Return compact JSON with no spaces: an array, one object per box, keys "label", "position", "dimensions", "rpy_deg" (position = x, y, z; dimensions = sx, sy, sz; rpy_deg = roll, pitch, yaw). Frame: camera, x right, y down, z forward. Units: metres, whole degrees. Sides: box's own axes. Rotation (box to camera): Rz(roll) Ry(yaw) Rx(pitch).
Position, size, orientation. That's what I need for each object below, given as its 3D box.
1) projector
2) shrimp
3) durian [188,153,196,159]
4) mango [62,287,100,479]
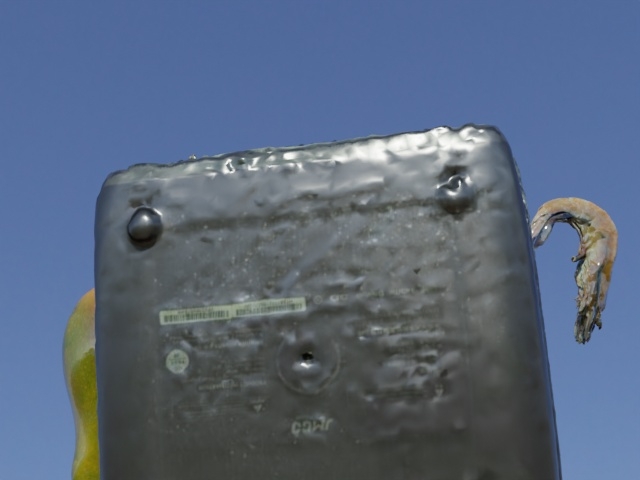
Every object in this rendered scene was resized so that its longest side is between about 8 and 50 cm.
[{"label":"projector","position":[0.009,0.118,1.118],"dimensions":[0.395,0.405,0.242],"rpy_deg":[-6,-12,9]},{"label":"shrimp","position":[0.365,0.039,1.783],"dimensions":[0.152,0.219,0.046],"rpy_deg":[12,-15,-18]},{"label":"durian","position":[-0.160,-0.076,1.827],"dimensions":[0.052,0.066,0.130],"rpy_deg":[-26,-46,-7]},{"label":"mango","position":[-0.278,0.201,1.666],"dimensions":[0.129,0.289,0.146],"rpy_deg":[-12,-10,38]}]
